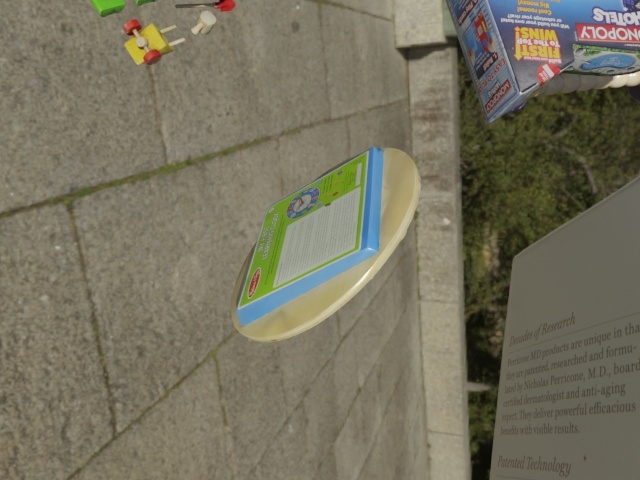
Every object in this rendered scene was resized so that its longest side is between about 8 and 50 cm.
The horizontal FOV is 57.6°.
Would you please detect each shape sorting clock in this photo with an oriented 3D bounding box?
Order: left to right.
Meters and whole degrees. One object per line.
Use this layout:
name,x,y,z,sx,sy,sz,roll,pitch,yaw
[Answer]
shape sorting clock,0.000,0.000,0.500,0.040,0.206,0.206,48,43,-28

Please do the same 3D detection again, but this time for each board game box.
board game box,0.198,-0.200,0.516,0.060,0.194,0.194,128,-38,-73

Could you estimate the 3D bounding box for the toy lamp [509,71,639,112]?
toy lamp,0.403,-0.234,0.854,0.080,0.275,0.080,174,-90,-86

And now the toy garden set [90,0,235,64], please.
toy garden set,-0.262,-0.404,0.967,0.244,0.049,0.203,-34,90,-33

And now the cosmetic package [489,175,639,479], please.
cosmetic package,0.396,0.186,0.583,0.327,0.330,0.393,114,-10,-69
